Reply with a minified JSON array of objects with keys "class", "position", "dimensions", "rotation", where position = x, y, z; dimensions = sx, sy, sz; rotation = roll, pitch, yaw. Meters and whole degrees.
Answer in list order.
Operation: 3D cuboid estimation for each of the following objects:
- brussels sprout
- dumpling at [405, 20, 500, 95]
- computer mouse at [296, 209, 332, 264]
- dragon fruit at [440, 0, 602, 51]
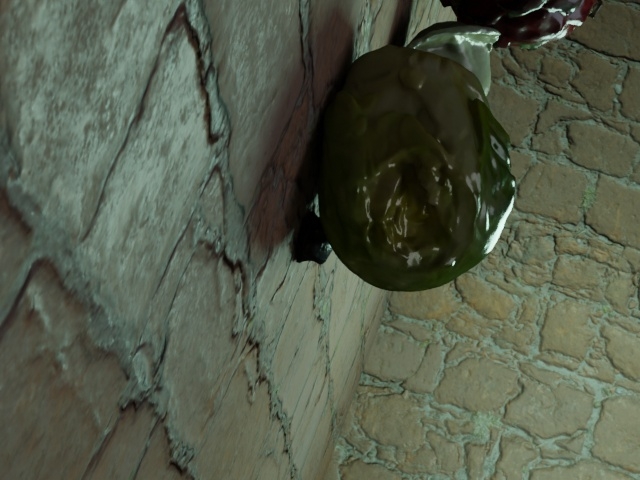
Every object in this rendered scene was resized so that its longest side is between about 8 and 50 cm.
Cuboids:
[{"class":"brussels sprout","position":[0.135,-0.093,1.494],"dimensions":[0.344,0.268,0.344],"rotation":[9,90,-72]},{"class":"dumpling","position":[0.185,-0.266,1.846],"dimensions":[0.227,0.175,0.243],"rotation":[-18,125,-43]},{"class":"computer mouse","position":[0.000,0.000,1.569],"dimensions":[0.135,0.047,0.079],"rotation":[-9,117,-82]},{"class":"dragon fruit","position":[0.352,-0.491,1.896],"dimensions":[0.329,0.329,0.329],"rotation":[18,90,-81]}]
